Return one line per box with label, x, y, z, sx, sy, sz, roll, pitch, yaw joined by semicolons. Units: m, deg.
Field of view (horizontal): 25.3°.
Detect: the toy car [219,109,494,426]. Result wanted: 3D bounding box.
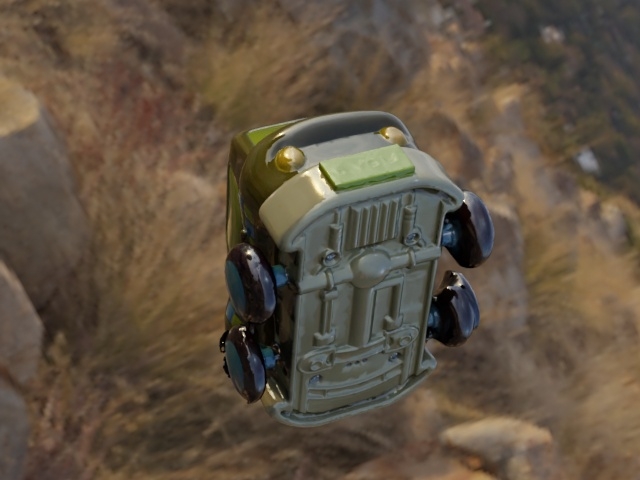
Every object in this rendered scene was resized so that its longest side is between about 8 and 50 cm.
toy car;0.000;0.000;1.111;0.198;0.204;0.248;-123;-152;-42
